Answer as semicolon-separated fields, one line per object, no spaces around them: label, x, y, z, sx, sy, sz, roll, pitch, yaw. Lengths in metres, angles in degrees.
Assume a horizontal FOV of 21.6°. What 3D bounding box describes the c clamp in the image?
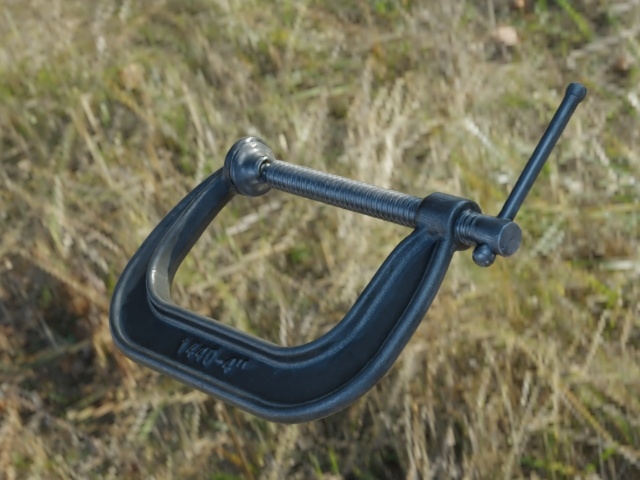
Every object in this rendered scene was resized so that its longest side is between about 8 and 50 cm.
c clamp;0.000;0.000;0.573;0.160;0.022;0.137;10;63;43
